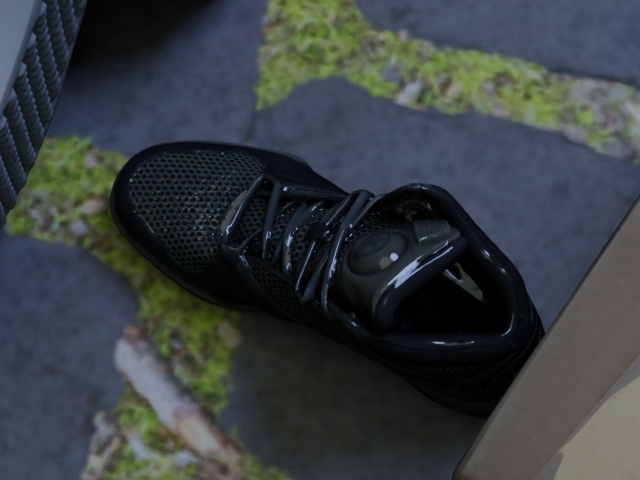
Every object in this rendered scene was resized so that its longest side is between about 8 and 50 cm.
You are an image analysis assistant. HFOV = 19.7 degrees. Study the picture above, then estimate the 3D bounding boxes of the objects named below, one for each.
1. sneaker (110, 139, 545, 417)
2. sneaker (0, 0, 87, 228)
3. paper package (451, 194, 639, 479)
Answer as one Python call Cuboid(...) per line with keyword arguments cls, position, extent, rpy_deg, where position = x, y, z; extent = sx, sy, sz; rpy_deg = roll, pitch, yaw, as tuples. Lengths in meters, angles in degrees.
Cuboid(cls="sneaker", position=(0.000, 0.000, 0.855), extent=(0.227, 0.130, 0.087), rpy_deg=(28, 75, 14))
Cuboid(cls="sneaker", position=(-0.196, -0.092, 0.826), extent=(0.150, 0.135, 0.366), rpy_deg=(25, 112, 2))
Cuboid(cls="paper package", position=(0.201, 0.041, 0.731), extent=(0.168, 0.309, 0.325), rpy_deg=(34, 77, 13))
